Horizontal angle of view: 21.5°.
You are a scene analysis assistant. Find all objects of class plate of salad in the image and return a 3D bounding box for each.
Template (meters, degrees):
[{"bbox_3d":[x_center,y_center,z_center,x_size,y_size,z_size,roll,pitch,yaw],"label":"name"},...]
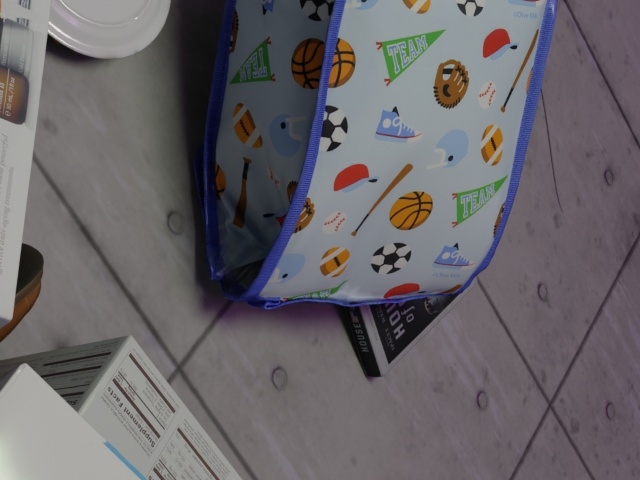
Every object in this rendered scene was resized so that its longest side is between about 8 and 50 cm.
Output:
[{"bbox_3d":[-0.240,-0.279,1.724,0.200,0.048,0.200,14,67,-37],"label":"plate of salad"}]

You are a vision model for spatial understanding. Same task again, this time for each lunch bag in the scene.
[{"bbox_3d":[0.049,-0.118,1.833,0.327,0.239,0.385,-1,105,-36],"label":"lunch bag"}]

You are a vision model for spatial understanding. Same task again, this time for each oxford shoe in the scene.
[{"bbox_3d":[-0.329,0.090,1.521,0.212,0.076,0.076,-39,151,-36],"label":"oxford shoe"}]

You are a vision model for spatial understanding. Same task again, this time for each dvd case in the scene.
[{"bbox_3d":[0.103,0.030,2.047,0.238,0.029,0.179,-41,121,-45],"label":"dvd case"}]

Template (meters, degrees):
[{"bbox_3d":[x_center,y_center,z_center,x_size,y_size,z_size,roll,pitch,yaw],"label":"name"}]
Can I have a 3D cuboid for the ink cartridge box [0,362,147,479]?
[{"bbox_3d":[-0.286,0.264,1.338,0.198,0.270,0.197,46,45,-16],"label":"ink cartridge box"}]

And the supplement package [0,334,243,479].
[{"bbox_3d":[-0.202,0.239,1.523,0.262,0.204,0.145,56,42,-25],"label":"supplement package"}]

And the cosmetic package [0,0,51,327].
[{"bbox_3d":[-0.381,-0.128,1.413,0.284,0.097,0.377,18,60,-31],"label":"cosmetic package"}]
